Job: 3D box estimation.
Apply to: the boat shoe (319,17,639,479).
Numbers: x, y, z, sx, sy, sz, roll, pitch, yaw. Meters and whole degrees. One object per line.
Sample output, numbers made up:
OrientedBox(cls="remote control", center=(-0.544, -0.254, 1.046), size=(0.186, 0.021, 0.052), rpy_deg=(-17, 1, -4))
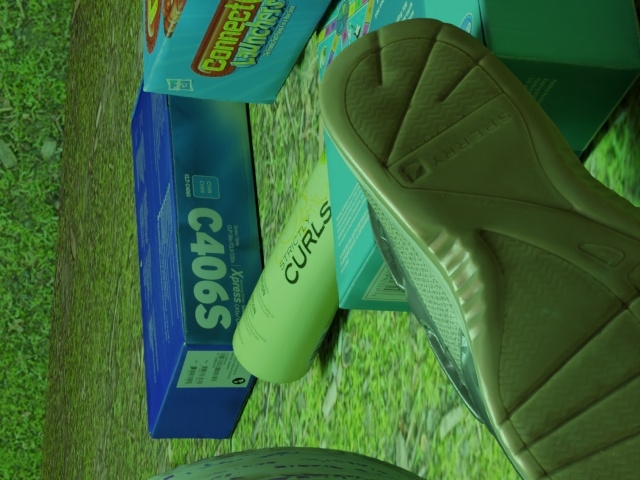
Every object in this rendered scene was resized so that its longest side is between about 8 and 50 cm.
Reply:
OrientedBox(cls="boat shoe", center=(0.094, 0.030, 0.748), size=(0.285, 0.103, 0.092), rpy_deg=(55, 176, 30))

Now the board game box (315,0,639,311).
OrientedBox(cls="board game box", center=(0.065, -0.166, 0.973), size=(0.254, 0.079, 0.336), rpy_deg=(119, 151, -58))

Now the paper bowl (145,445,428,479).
OrientedBox(cls="paper bowl", center=(-0.010, 0.243, 0.773), size=(0.148, 0.284, 0.284), rpy_deg=(-139, 53, -67))

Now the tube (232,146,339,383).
OrientedBox(cls="tube", center=(0.000, 0.000, 1.229), size=(0.070, 0.062, 0.240), rpy_deg=(42, 136, 17))

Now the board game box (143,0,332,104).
OrientedBox(cls="board game box", center=(-0.036, -0.280, 1.055), size=(0.302, 0.086, 0.308), rpy_deg=(127, 143, -64))

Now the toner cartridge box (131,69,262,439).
OrientedBox(cls="toner cartridge box", center=(-0.111, -0.016, 1.602), size=(0.165, 0.075, 0.348), rpy_deg=(116, 153, -53))
